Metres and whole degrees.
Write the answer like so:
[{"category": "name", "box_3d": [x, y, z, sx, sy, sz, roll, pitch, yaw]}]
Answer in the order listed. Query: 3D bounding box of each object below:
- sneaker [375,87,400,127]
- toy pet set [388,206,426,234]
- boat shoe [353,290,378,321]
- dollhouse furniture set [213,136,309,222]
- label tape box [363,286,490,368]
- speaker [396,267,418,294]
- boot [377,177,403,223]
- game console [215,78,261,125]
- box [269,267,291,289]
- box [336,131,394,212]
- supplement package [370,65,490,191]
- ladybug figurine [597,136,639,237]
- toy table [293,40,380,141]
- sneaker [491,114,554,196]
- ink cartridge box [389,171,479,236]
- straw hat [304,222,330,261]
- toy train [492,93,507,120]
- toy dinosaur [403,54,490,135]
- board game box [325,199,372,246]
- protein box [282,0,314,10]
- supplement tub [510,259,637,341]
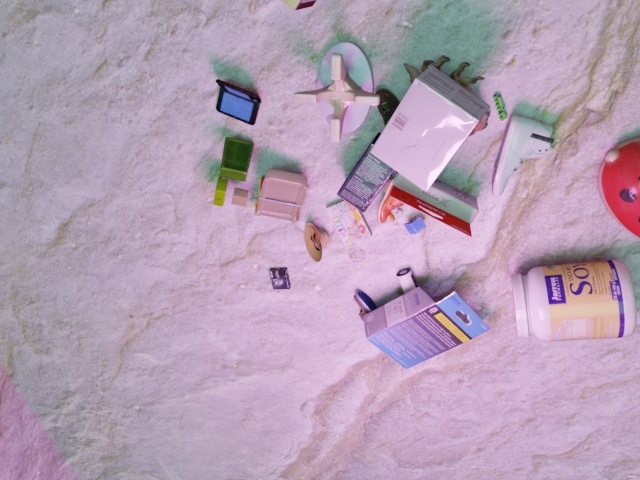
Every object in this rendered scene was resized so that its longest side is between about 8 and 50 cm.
[{"category": "sneaker", "box_3d": [0.222, -0.376, 1.766, 0.066, 0.071, 0.188, -24, 107, 23]}, {"category": "toy pet set", "box_3d": [0.285, -0.076, 1.893, 0.122, 0.065, 0.114, -27, 105, 24]}, {"category": "boat shoe", "box_3d": [0.174, 0.263, 2.080, 0.066, 0.066, 0.183, -37, 101, 27]}, {"category": "dollhouse furniture set", "box_3d": [-0.196, -0.201, 1.960, 0.302, 0.151, 0.197, 11, 139, -10]}, {"category": "label tape box", "box_3d": [0.361, 0.282, 1.973, 0.348, 0.115, 0.249, -33, 127, 23]}, {"category": "speaker", "box_3d": [0.313, 0.167, 2.006, 0.055, 0.055, 0.136, -19, 108, 22]}, {"category": "boot", "box_3d": [0.237, -0.118, 1.877, 0.085, 0.059, 0.157, 23, 109, 10]}, {"category": "game console", "box_3d": [-0.273, -0.444, 1.857, 0.144, 0.124, 0.085, 22, 91, 3]}, {"category": "box", "box_3d": [-0.149, 0.141, 2.133, 0.067, 0.018, 0.083, -2, 114, 15]}, {"category": "box", "box_3d": [0.161, -0.215, 1.812, 0.108, 0.153, 0.207, 34, 117, -2]}, {"category": "supplement package", "box_3d": [0.303, -0.313, 1.615, 0.204, 0.145, 0.261, 37, 130, 6]}, {"category": "ladybug figurine", "box_3d": [1.003, -0.119, 1.635, 0.450, 0.162, 0.305, 30, 118, 0]}, {"category": "toy table", "box_3d": [0.060, -0.444, 1.727, 0.252, 0.161, 0.274, -5, 114, 17]}, {"category": "sneaker", "box_3d": [0.607, -0.236, 1.722, 0.151, 0.094, 0.255, 13, 118, 5]}, {"category": "ink cartridge box", "box_3d": [0.349, -0.131, 1.752, 0.275, 0.239, 0.060, 27, 112, 1]}, {"category": "straw hat", "box_3d": [0.000, 0.000, 2.001, 0.061, 0.144, 0.144, -17, 116, -25]}, {"category": "toy train", "box_3d": [0.533, -0.396, 1.708, 0.024, 0.017, 0.083, -20, 108, 11]}, {"category": "toy dinosaur", "box_3d": [0.361, -0.419, 1.687, 0.296, 0.127, 0.200, 21, 125, 11]}, {"category": "board game box", "box_3d": [0.098, -0.065, 1.968, 0.104, 0.026, 0.154, -22, 107, 23]}, {"category": "protein box", "box_3d": [-0.088, -0.759, 1.592, 0.200, 0.201, 0.136, 37, 117, -5]}, {"category": "supplement tub", "box_3d": [0.777, 0.191, 1.794, 0.332, 0.241, 0.240, -7, 113, 17]}]
